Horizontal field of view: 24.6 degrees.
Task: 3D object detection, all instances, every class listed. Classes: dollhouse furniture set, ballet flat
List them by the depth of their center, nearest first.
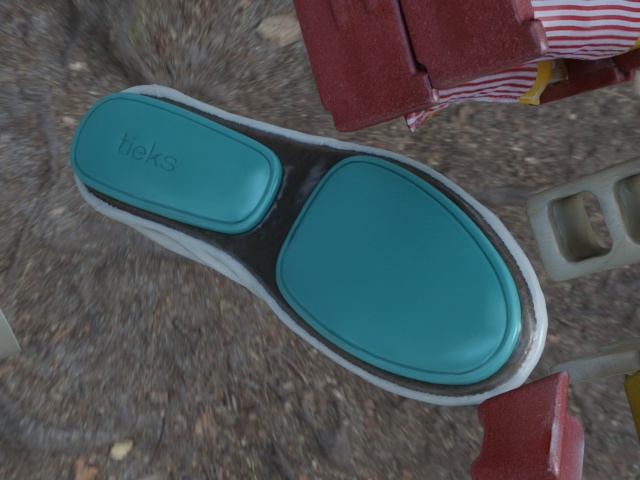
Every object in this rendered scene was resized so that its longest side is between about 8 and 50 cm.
[{"bbox_3d":[0.144,-0.019,0.817,0.201,0.152,0.374,-14,87,-45],"label":"dollhouse furniture set"},{"bbox_3d":[0.000,0.000,0.990,0.400,0.139,0.139,26,93,34],"label":"ballet flat"}]

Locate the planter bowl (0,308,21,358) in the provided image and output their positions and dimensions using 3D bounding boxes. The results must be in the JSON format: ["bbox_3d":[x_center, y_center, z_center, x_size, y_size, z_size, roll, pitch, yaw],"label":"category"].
[{"bbox_3d":[-0.281,0.028,0.957,0.109,0.162,0.162,-29,97,-14],"label":"planter bowl"}]
